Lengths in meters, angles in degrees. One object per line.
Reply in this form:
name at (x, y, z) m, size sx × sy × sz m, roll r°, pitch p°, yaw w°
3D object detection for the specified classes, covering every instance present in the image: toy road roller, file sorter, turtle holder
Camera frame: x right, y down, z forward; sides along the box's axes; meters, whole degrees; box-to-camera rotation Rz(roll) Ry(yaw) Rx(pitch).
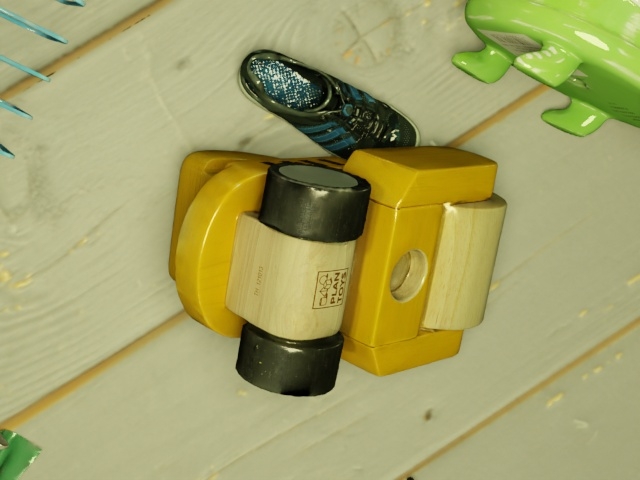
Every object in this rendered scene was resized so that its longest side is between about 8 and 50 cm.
toy road roller at (0.000, 0.000, 1.178) m, size 0.329 × 0.240 × 0.203 m, roll -6°, pitch 113°, yaw -44°
file sorter at (-0.310, -0.176, 1.135) m, size 0.104 × 0.118 × 0.170 m, roll 24°, pitch 91°, yaw -28°
turtle holder at (0.311, -0.213, 1.165) m, size 0.320 × 0.243 × 0.227 m, roll 26°, pitch 91°, yaw 2°

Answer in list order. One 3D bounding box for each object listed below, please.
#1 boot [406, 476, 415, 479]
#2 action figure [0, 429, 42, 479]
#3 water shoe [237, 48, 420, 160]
boot at (0.026, 0.339, 1.264) m, size 0.197 × 0.077 × 0.137 m, roll -14°, pitch 92°, yaw -21°
action figure at (-0.393, 0.285, 1.196) m, size 0.137 × 0.063 × 0.232 m, roll 28°, pitch 94°, yaw -13°
water shoe at (0.010, -0.127, 1.212) m, size 0.203 × 0.080 × 0.073 m, roll 23°, pitch 91°, yaw -10°
